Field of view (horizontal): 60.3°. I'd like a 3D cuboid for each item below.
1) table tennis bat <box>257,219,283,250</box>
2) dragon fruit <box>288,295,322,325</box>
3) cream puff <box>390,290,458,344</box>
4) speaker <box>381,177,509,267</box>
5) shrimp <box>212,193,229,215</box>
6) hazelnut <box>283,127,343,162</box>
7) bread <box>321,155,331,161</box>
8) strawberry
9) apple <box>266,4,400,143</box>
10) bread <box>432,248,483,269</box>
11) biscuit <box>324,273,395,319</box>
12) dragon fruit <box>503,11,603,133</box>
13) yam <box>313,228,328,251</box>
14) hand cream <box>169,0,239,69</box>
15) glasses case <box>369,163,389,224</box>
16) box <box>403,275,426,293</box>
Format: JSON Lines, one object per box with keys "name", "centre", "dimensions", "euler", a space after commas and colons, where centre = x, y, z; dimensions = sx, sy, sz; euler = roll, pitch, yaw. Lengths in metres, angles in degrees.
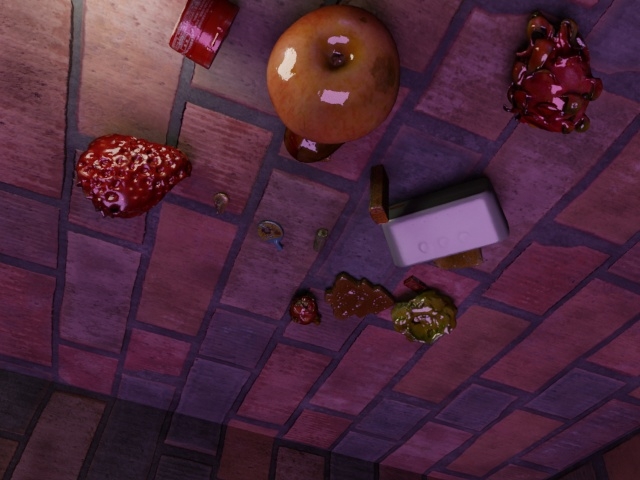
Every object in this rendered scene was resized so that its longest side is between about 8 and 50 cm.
{"name": "table tennis bat", "centre": [-0.186, -0.018, 2.139], "dimensions": [0.100, 0.019, 0.155], "euler": [-13, 130, 17]}
{"name": "dragon fruit", "centre": [-0.054, 0.318, 2.397], "dimensions": [0.125, 0.125, 0.246], "euler": [16, 165, 33]}
{"name": "cream puff", "centre": [0.434, 0.338, 2.296], "dimensions": [0.282, 0.185, 0.281], "euler": [1, 141, 1]}
{"name": "speaker", "centre": [0.420, -0.062, 1.900], "dimensions": [0.406, 0.183, 0.184], "euler": [-17, 112, 21]}
{"name": "shrimp", "centre": [-0.376, -0.136, 2.044], "dimensions": [0.059, 0.023, 0.108], "euler": [31, 131, -9]}
{"name": "hazelnut", "centre": [-0.012, -0.332, 1.710], "dimensions": [0.202, 0.160, 0.170], "euler": [-27, 116, -11]}
{"name": "bread", "centre": [-0.013, -0.304, 1.824], "dimensions": [0.094, 0.035, 0.090], "euler": [-1, 134, 8]}
{"name": "strawberry", "centre": [-0.605, -0.232, 1.818], "dimensions": [0.345, 0.295, 0.317], "euler": [-21, 171, -6]}
{"name": "apple", "centre": [0.038, -0.431, 1.453], "dimensions": [0.364, 0.364, 0.364], "euler": [3, 135, 3]}
{"name": "bread", "centre": [0.498, 0.031, 2.049], "dimensions": [0.196, 0.102, 0.138], "euler": [-7, 130, 17]}
{"name": "biscuit", "centre": [0.167, 0.249, 2.343], "dimensions": [0.302, 0.043, 0.278], "euler": [7, 133, -2]}
{"name": "dragon fruit", "centre": [0.623, -0.435, 1.484], "dimensions": [0.307, 0.243, 0.227], "euler": [40, 164, -34]}
{"name": "yam", "centre": [0.000, 0.000, 2.119], "dimensions": [0.043, 0.043, 0.094], "euler": [11, 136, -4]}
{"name": "hand cream", "centre": [-0.313, -0.574, 1.484], "dimensions": [0.125, 0.193, 0.193], "euler": [29, 131, -18]}
{"name": "glasses case", "centre": [0.193, -0.153, 1.819], "dimensions": [0.049, 0.218, 0.075], "euler": [-12, 132, 19]}
{"name": "box", "centre": [0.388, 0.182, 2.265], "dimensions": [0.082, 0.023, 0.051], "euler": [32, 131, -23]}
